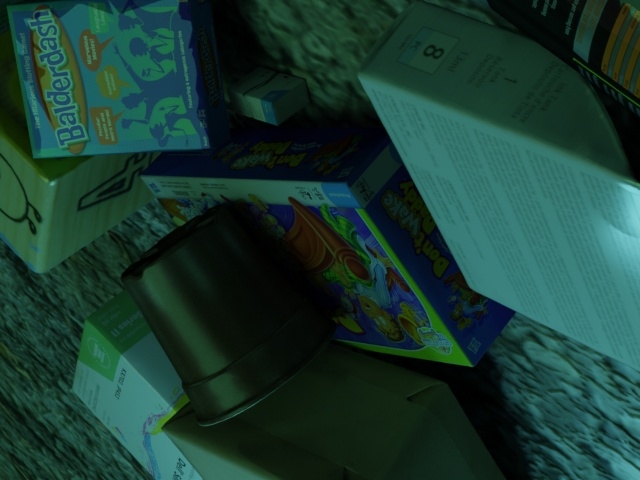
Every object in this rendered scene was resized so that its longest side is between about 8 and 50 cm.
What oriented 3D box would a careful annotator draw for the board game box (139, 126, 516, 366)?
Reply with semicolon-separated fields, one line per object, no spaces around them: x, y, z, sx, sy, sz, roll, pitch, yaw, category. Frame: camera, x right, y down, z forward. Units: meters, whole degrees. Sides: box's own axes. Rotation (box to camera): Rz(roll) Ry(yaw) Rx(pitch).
0.000;0.000;1.605;0.347;0.078;0.233;4;136;53;board game box

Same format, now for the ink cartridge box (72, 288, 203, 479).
-0.152;0.237;2.063;0.353;0.119;0.207;44;149;15;ink cartridge box

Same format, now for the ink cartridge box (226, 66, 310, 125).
-0.057;-0.144;1.605;0.083;0.048;0.028;20;137;42;ink cartridge box

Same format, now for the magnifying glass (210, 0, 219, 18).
-0.111;-0.251;1.599;0.092;0.026;0.231;44;147;16;magnifying glass

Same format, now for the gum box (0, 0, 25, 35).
-0.406;-0.296;1.823;0.041;0.157;0.184;30;143;34;gum box

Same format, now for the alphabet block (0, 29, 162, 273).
-0.296;-0.117;1.824;0.192;0.193;0.197;42;148;15;alphabet block

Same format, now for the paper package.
0.043;0.271;1.709;0.309;0.168;0.325;15;148;44;paper package

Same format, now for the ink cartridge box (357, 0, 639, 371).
0.237;-0.006;1.223;0.385;0.091;0.308;25;158;36;ink cartridge box

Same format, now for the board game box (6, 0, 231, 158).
-0.201;-0.167;1.614;0.210;0.047;0.160;-2;105;25;board game box

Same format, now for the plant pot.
-0.097;0.064;1.582;0.165;0.167;0.167;55;150;-10;plant pot

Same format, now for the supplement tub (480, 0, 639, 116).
0.247;-0.163;1.023;0.316;0.193;0.193;40;148;20;supplement tub
